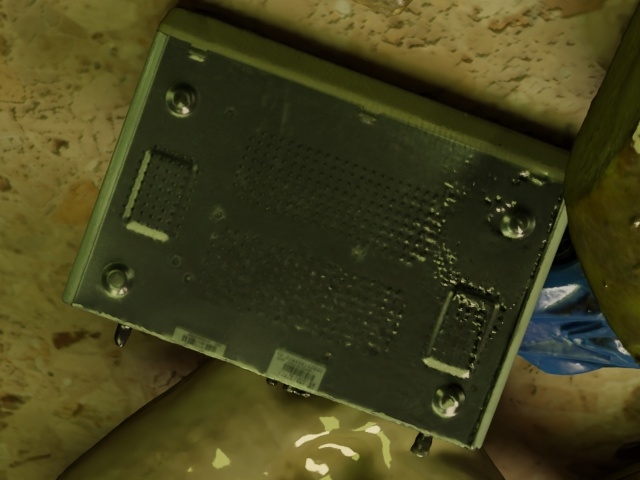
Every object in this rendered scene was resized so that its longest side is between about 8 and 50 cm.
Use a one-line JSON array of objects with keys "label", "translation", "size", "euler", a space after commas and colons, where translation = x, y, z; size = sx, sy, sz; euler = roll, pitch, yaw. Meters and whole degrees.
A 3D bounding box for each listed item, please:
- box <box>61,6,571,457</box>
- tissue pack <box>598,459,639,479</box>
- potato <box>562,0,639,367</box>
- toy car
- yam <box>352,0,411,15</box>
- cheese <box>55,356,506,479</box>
[{"label": "box", "translation": [0.000, 0.000, 1.041], "size": [0.270, 0.045, 0.211], "euler": [22, 96, -3]}, {"label": "tissue pack", "translation": [0.239, 0.214, 1.206], "size": [0.127, 0.123, 0.178], "euler": [45, 136, -12]}, {"label": "potato", "translation": [0.218, -0.046, 0.931], "size": [0.176, 0.141, 0.298], "euler": [-5, 116, 1]}, {"label": "toy car", "translation": [0.216, 0.042, 1.080], "size": [0.216, 0.063, 0.103], "euler": [-3, 134, 21]}, {"label": "yam", "translation": [-0.098, -0.216, 0.908], "size": [0.356, 0.081, 0.081], "euler": [24, 137, -5]}, {"label": "cheese", "translation": [-0.018, 0.230, 1.165], "size": [0.328, 0.129, 0.351], "euler": [-28, 99, 8]}]
